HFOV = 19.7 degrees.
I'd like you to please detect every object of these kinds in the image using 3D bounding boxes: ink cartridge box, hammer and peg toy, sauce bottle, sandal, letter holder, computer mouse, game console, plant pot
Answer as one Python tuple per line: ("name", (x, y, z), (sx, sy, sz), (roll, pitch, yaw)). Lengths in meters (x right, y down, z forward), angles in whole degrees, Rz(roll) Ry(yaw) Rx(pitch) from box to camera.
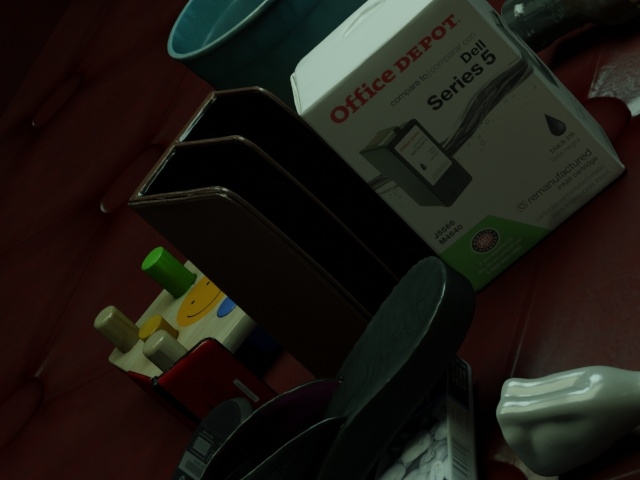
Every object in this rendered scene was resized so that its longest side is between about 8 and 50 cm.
("ink cartridge box", (0.054, 0.222, 1.681), (0.208, 0.045, 0.206), (-41, 23, 24))
("hammer and peg toy", (-0.091, 0.028, 2.157), (0.361, 0.127, 0.266), (-51, 23, -10))
("sauce bottle", (0.342, -0.300, 1.970), (0.344, 0.111, 0.111), (-25, 30, 38))
("sandal", (-0.027, 0.192, 1.680), (0.446, 0.107, 0.167), (-56, 17, 7))
("letter holder", (0.000, 0.000, 1.819), (0.152, 0.302, 0.214), (-55, 24, -20))
("computer mouse", (-0.123, 0.289, 1.872), (0.272, 0.072, 0.188), (-60, 25, 0))
("ink cartridge box", (0.132, -0.117, 1.820), (0.198, 0.273, 0.115), (-40, 23, 15))
("game console", (-0.114, 0.164, 1.950), (0.124, 0.144, 0.085), (-41, 24, 13))
("plant pot", (-0.006, -0.241, 2.292), (0.271, 0.255, 0.272), (-37, 25, 20))

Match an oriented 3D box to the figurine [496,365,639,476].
("figurine", (0.237, 0.166, 1.432), (0.209, 0.092, 0.215), (-20, 32, 32))
